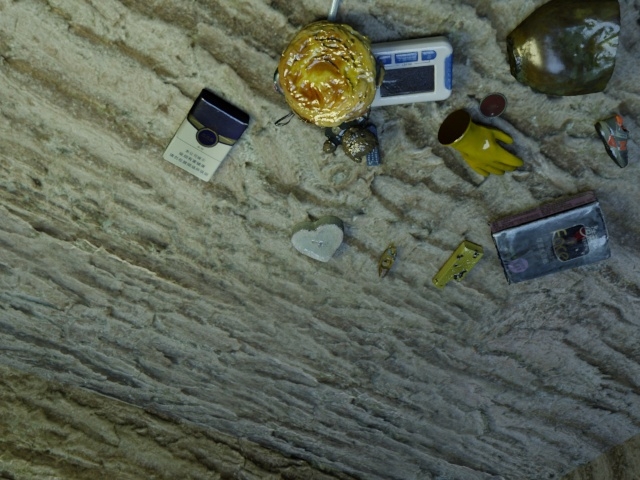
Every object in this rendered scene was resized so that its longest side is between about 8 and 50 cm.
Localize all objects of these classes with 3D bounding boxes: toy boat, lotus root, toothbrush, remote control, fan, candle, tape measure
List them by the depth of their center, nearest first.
[{"bbox_3d":[0.043,-0.666,1.529,0.030,0.025,0.342,11,130,0],"label":"toothbrush"},{"bbox_3d":[0.642,-0.513,1.580,0.260,0.149,0.267,-4,127,3],"label":"lotus root"},{"bbox_3d":[-0.093,-0.417,1.656,0.104,0.180,0.107,-22,130,39],"label":"tape measure"},{"bbox_3d":[0.520,-0.386,1.778,0.085,0.005,0.133,-7,130,5],"label":"fan"},{"bbox_3d":[0.162,-0.299,1.844,0.043,0.027,0.153,-9,132,0],"label":"remote control"},{"bbox_3d":[0.000,0.000,2.073,0.192,0.068,0.169,-11,126,12],"label":"candle"},{"bbox_3d":[0.245,0.076,2.149,0.047,0.049,0.149,12,129,-9],"label":"toy boat"}]

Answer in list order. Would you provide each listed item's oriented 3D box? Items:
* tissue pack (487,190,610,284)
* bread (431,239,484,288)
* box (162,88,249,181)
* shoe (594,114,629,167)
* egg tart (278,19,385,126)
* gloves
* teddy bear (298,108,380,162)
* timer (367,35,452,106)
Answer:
[{"bbox_3d":[0.787,-0.007,2.027,0.361,0.122,0.259,-17,125,17],"label":"tissue pack"},{"bbox_3d":[0.504,0.099,2.166,0.088,0.049,0.226,18,129,-14],"label":"bread"},{"bbox_3d":[-0.350,-0.319,1.801,0.168,0.071,0.259,28,127,-21],"label":"box"},{"bbox_3d":[0.915,-0.302,1.806,0.077,0.074,0.194,-33,121,19],"label":"shoe"},{"bbox_3d":[0.033,-0.445,1.594,0.297,0.132,0.297,2,95,19],"label":"egg tart"},{"bbox_3d":[0.504,-0.280,1.823,0.294,0.116,0.133,27,157,-31],"label":"gloves"},{"bbox_3d":[0.064,-0.346,1.733,0.182,0.129,0.251,-42,90,16],"label":"teddy bear"},{"bbox_3d":[0.241,-0.477,1.657,0.253,0.078,0.178,-4,133,6],"label":"timer"}]
